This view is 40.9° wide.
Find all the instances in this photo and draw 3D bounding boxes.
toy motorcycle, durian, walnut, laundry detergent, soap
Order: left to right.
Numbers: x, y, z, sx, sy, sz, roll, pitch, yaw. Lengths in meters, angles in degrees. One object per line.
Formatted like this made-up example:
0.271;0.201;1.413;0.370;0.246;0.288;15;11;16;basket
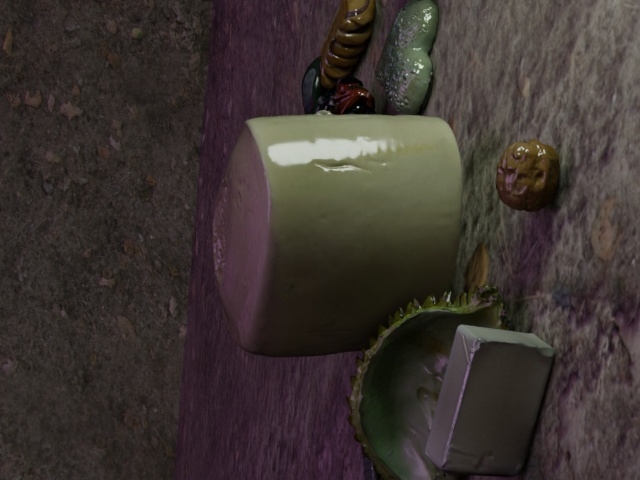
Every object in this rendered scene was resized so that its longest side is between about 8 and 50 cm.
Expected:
0.003;-0.338;2.059;0.137;0.063;0.211;-52;34;45;laundry detergent
0.020;-0.215;1.845;0.401;0.134;0.207;133;142;-57;toy motorcycle
0.154;0.213;1.237;0.394;0.163;0.198;-62;28;30;durian
0.216;0.207;1.094;0.064;0.121;0.183;-141;62;-68;soap
0.272;-0.086;1.124;0.082;0.079;0.096;-159;77;-69;walnut

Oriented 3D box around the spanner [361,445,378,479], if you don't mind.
0.095;0.432;1.510;0.087;0.024;0.316;123;151;-48;spanner

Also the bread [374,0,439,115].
0.157;-0.339;1.605;0.172;0.064;0.232;168;111;-68;bread

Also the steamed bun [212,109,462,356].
0.026;0.021;1.349;0.456;0.371;0.290;105;161;-51;steamed bun

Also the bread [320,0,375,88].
0.058;-0.452;1.919;0.225;0.081;0.134;120;158;-51;bread
